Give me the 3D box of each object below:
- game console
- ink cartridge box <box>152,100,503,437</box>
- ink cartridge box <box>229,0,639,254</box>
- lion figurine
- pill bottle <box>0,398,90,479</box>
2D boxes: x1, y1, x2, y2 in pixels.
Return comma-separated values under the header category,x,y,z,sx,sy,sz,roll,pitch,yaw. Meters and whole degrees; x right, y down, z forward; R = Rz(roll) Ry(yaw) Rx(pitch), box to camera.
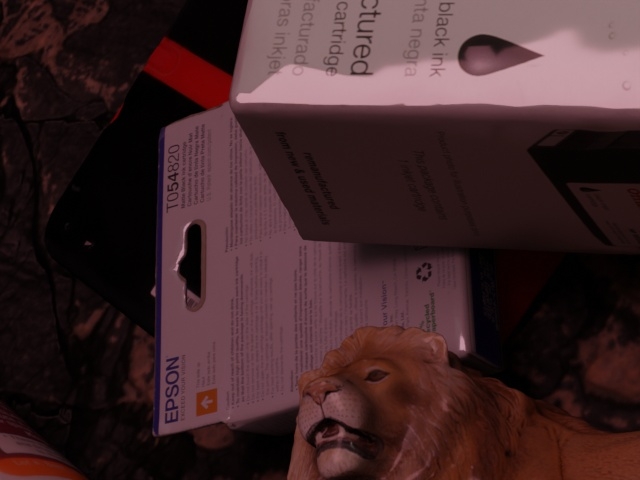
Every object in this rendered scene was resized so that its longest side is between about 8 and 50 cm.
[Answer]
category,x,y,z,sx,sy,sz,roll,pitch,yaw
game console,0.013,-0.060,1.249,0.386,0.060,0.342,33,91,44
ink cartridge box,0.000,0.000,1.156,0.224,0.045,0.223,-17,60,31
ink cartridge box,0.180,-0.150,1.016,0.395,0.166,0.285,2,66,16
lion figurine,0.176,0.136,0.950,0.392,0.142,0.240,-6,54,9
pill bottle,-0.297,0.165,1.219,0.392,0.224,0.224,33,86,44
